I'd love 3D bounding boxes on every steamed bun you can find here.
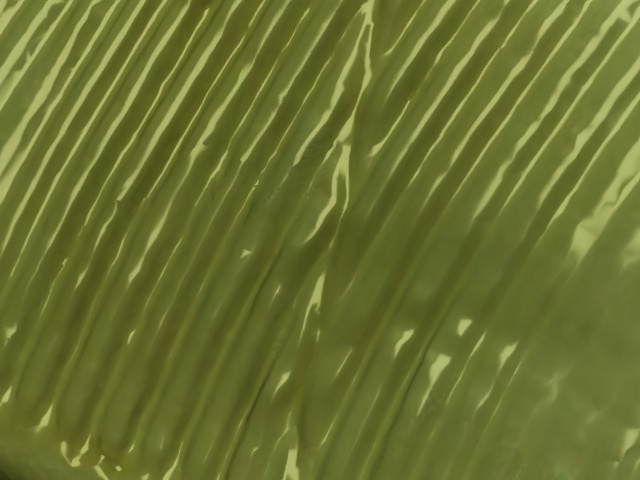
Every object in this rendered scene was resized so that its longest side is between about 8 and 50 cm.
[{"bbox_3d":[-0.002,0.000,0.679,0.383,0.236,0.247,14,83,17],"label":"steamed bun"}]
